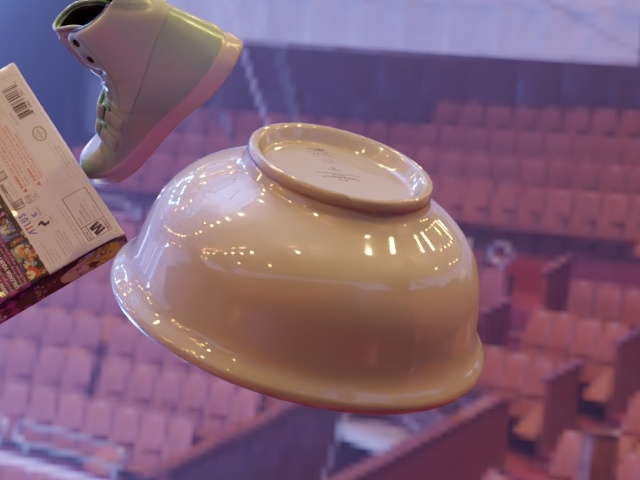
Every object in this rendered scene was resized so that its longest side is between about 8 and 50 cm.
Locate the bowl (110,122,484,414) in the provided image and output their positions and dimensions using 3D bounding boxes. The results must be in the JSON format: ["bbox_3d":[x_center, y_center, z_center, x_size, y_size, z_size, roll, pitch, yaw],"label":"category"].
[{"bbox_3d":[0.000,0.000,1.354,0.298,0.134,0.298,14,22,-6],"label":"bowl"}]

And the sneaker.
[{"bbox_3d":[-0.196,-0.156,1.695,0.151,0.094,0.256,34,-42,-15],"label":"sneaker"}]

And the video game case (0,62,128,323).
[{"bbox_3d":[-0.330,-0.033,1.738,0.210,0.232,0.042,-31,-23,-10],"label":"video game case"}]
